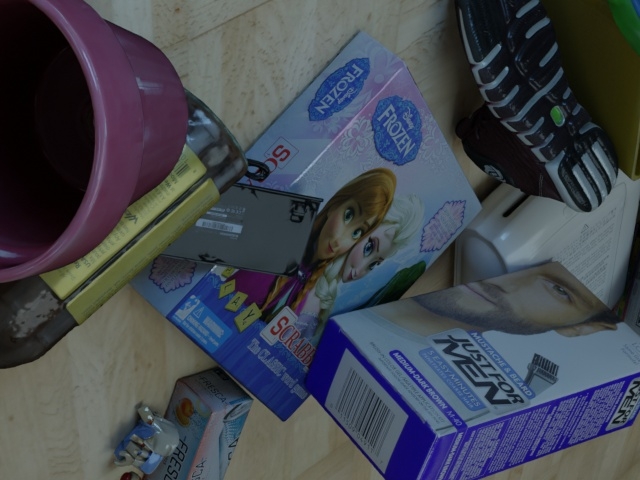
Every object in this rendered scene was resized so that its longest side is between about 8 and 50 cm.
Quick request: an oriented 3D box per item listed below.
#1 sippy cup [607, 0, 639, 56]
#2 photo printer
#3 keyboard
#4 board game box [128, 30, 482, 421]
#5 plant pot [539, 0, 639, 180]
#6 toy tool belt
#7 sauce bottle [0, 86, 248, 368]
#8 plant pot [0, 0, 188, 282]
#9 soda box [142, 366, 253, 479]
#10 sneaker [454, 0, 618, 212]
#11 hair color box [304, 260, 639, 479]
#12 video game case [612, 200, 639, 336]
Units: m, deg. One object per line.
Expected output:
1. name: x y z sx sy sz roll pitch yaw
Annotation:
1. sippy cup: 0.397 -0.261 1.324 0.240 0.305 0.224 -18 177 -21
2. photo printer: 0.272 0.018 1.852 0.256 0.107 0.307 -36 147 -23
3. keyboard: -0.086 -0.031 1.324 0.180 0.023 0.108 10 108 -28
4. board game box: 0.000 0.000 1.507 0.318 0.066 0.319 -47 150 -4
5. plant pot: 0.327 -0.232 1.564 0.212 0.187 0.212 -37 149 -21
6. toy tool belt: -0.183 0.206 1.523 0.051 0.052 0.083 38 88 -29
7. sauce bottle: -0.215 0.017 1.195 0.344 0.111 0.111 -41 149 -12
8. plant pot: -0.189 -0.082 1.057 0.201 0.201 0.180 -61 165 18
9. soda box: -0.133 0.223 1.589 0.063 0.058 0.183 -14 136 -45
10. sneaker: 0.175 -0.145 1.551 0.106 0.162 0.281 -42 114 -25
11. hair color box: 0.177 0.140 1.612 0.339 0.185 0.110 -11 134 -39
12. video game case: 0.419 0.019 1.966 0.183 0.023 0.201 -126 -131 -80
